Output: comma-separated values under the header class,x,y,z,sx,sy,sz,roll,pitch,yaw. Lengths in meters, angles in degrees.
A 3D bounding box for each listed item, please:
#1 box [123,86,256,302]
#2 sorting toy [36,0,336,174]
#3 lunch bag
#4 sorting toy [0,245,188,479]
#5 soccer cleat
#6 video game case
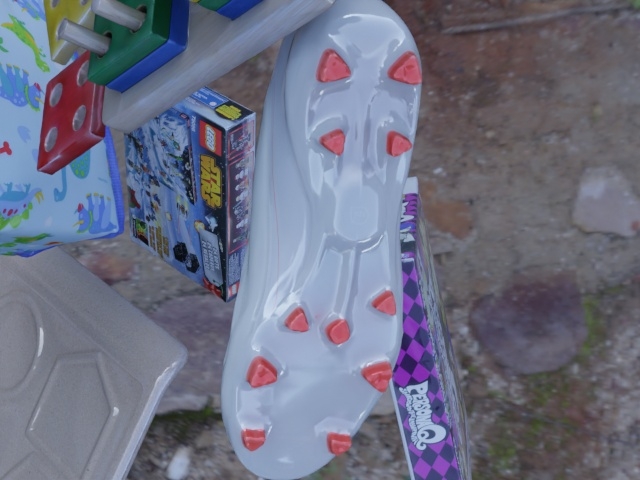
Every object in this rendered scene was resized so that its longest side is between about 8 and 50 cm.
class,x,y,z,sx,sy,sz,roll,pitch,yaw
box,-0.083,-0.037,0.746,0.027,0.094,0.137,-34,143,-37
sorting toy,-0.057,-0.124,0.450,0.046,0.274,0.132,19,63,-36
lunch bag,-0.181,-0.071,0.625,0.096,0.129,0.151,-10,84,23
sorting toy,-0.179,0.119,0.735,0.038,0.193,0.208,24,96,-49
soccer cleat,0.000,0.000,0.465,0.068,0.076,0.196,5,110,-16
video game case,0.080,0.088,0.929,0.042,0.210,0.232,-11,107,8
